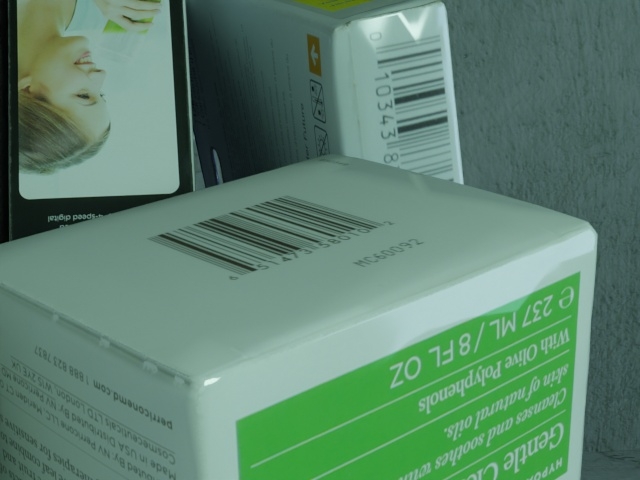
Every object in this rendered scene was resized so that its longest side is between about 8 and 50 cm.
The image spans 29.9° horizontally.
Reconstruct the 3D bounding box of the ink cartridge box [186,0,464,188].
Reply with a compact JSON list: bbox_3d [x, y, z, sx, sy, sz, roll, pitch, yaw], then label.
[{"bbox_3d":[0.000,0.000,0.704,0.307,0.072,0.303,-137,-145,-65],"label":"ink cartridge box"}]

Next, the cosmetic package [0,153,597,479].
[{"bbox_3d":[-0.013,0.168,0.489,0.155,0.197,0.365,18,-61,44],"label":"cosmetic package"}]

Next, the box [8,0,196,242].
[{"bbox_3d":[-0.116,-0.091,0.642,0.169,0.087,0.290,110,-23,-69],"label":"box"}]

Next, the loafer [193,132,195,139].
[{"bbox_3d":[-0.185,0.009,1.379,0.112,0.111,0.319,-101,-169,-52],"label":"loafer"}]
